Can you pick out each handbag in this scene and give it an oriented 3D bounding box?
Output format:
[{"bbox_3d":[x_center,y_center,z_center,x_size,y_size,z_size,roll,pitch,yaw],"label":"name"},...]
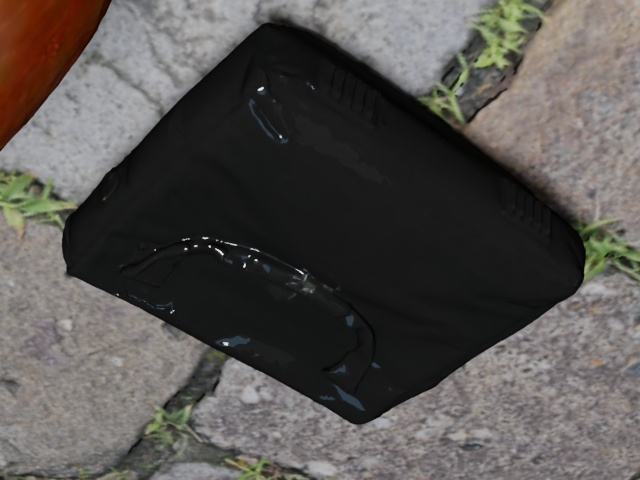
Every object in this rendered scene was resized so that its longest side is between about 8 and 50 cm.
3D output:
[{"bbox_3d":[0.000,0.000,0.877,0.275,0.088,0.244,29,131,-26],"label":"handbag"}]

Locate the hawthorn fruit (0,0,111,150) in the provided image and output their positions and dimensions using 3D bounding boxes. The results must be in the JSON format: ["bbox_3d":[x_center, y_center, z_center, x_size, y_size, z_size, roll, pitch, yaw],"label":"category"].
[{"bbox_3d":[-0.229,-0.150,0.637,0.311,0.295,0.295,-19,134,-12],"label":"hawthorn fruit"}]
